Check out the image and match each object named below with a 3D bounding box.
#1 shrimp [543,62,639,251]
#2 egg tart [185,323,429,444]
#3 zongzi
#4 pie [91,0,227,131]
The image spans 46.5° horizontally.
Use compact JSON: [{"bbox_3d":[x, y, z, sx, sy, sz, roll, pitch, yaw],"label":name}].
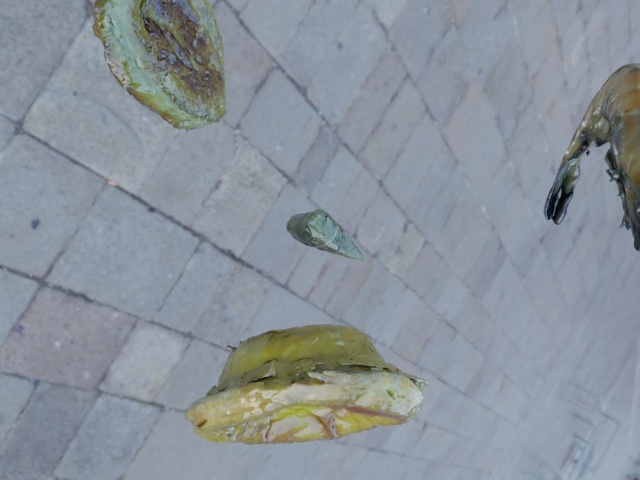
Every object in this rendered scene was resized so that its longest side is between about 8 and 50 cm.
[{"bbox_3d":[0.288,-0.050,0.755,0.198,0.051,0.261,110,-8,-49],"label":"shrimp"},{"bbox_3d":[-0.020,0.168,0.874,0.295,0.295,0.116,43,39,-60],"label":"egg tart"},{"bbox_3d":[0.000,0.000,1.367,0.130,0.154,0.062,38,72,-20],"label":"zongzi"},{"bbox_3d":[-0.261,-0.339,1.306,0.355,0.103,0.288,7,72,-66],"label":"pie"}]
